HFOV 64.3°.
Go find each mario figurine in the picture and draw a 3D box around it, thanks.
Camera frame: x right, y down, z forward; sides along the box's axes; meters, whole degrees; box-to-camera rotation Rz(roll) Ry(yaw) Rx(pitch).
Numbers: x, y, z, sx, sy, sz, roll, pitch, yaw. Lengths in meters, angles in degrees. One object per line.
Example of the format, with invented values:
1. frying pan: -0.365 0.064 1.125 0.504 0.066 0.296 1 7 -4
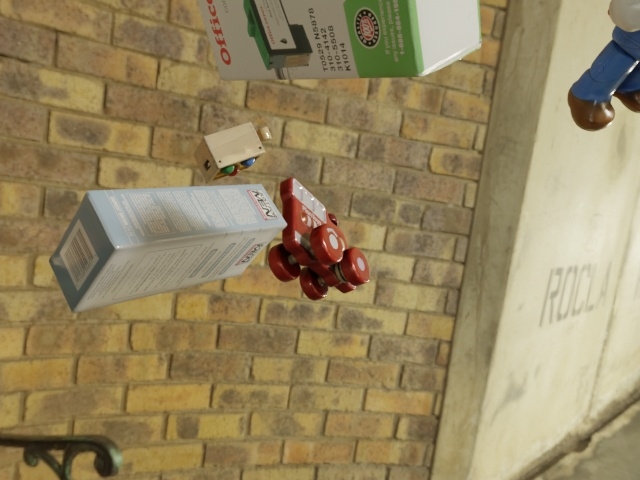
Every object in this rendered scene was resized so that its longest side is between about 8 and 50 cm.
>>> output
1. mario figurine: 0.407 -0.243 0.571 0.170 0.198 0.320 27 -22 17

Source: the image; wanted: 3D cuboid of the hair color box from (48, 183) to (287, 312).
1. hair color box: -0.258 0.001 0.926 0.374 0.185 0.113 -10 62 -52

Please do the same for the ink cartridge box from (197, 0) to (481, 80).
1. ink cartridge box: -0.004 -0.209 0.382 0.219 0.160 0.093 14 40 42

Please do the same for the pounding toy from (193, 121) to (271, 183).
1. pounding toy: -0.202 -0.217 1.282 0.206 0.094 0.181 -25 1 -27

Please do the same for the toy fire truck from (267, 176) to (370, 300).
1. toy fire truck: 0.000 0.000 1.342 0.169 0.253 0.302 -23 -40 28
